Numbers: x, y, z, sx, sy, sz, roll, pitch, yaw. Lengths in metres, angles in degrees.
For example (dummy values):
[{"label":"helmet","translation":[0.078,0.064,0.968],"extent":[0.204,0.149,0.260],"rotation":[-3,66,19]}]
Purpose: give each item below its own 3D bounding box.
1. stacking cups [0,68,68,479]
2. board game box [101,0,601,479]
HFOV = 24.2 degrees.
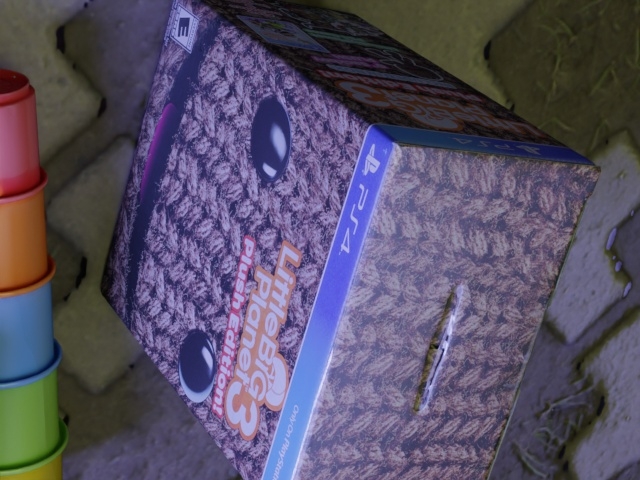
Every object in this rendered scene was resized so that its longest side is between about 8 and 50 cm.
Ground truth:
[{"label":"stacking cups","translation":[-0.209,0.045,0.966],"extent":[0.096,0.096,0.316],"rotation":[-8,114,-27]},{"label":"board game box","translation":[0.000,0.000,0.925],"extent":[0.141,0.291,0.232],"rotation":[4,112,-32]}]
